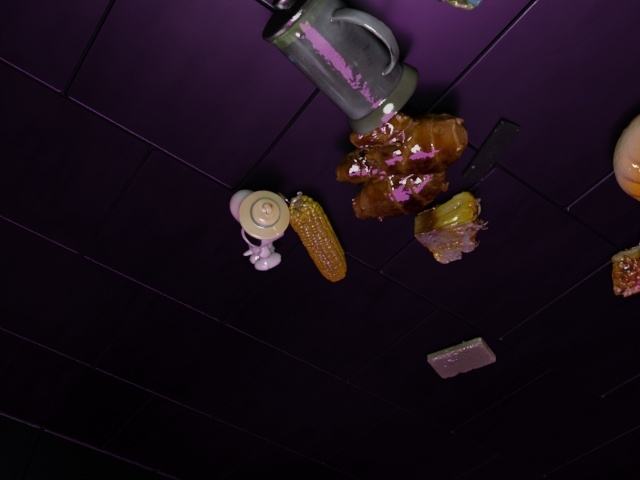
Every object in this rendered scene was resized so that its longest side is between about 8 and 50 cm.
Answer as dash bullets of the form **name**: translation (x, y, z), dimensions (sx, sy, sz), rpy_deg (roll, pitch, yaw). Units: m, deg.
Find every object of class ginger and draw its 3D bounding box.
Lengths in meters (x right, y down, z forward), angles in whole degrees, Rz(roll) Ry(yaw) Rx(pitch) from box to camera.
- **ginger**: translation (0.189, -0.181, 1.720), dimensions (0.274, 0.153, 0.358), rpy_deg (4, 142, -17)

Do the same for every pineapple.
- **pineapple**: translation (0.348, -0.027, 1.905), dimensions (0.186, 0.115, 0.236), rpy_deg (15, 134, -10)

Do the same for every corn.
- **corn**: translation (0.003, 0.001, 1.961), dimensions (0.101, 0.102, 0.313), rpy_deg (-17, 131, 18)

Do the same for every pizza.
- **pizza**: translation (0.927, 0.052, 1.956), dimensions (0.161, 0.086, 0.305), rpy_deg (23, 128, -15)

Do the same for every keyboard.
- **keyboard**: translation (0.434, -0.225, 1.784), dimensions (0.060, 0.018, 0.195), rpy_deg (15, 132, -19)

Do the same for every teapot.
- **teapot**: translation (0.049, -0.412, 1.495), dimensions (0.337, 0.200, 0.270), rpy_deg (39, 160, -26)

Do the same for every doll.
- **doll**: translation (-0.149, -0.021, 1.902), dimensions (0.144, 0.208, 0.271), rpy_deg (-30, 127, -18)

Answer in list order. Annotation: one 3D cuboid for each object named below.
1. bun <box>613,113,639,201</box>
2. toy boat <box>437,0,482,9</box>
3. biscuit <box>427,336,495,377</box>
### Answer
- **bun**: translation (0.868, -0.190, 1.688), dimensions (0.298, 0.165, 0.299), rpy_deg (3, 132, 3)
- **toy boat**: translation (0.219, -0.576, 1.438), dimensions (0.276, 0.084, 0.111), rpy_deg (21, 133, -11)
- **biscuit**: translation (0.469, 0.392, 2.323), dimensions (0.199, 0.041, 0.121), rpy_deg (-25, 124, 25)
